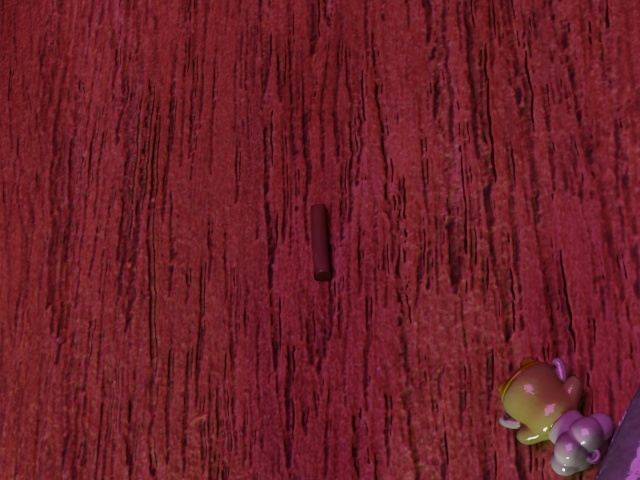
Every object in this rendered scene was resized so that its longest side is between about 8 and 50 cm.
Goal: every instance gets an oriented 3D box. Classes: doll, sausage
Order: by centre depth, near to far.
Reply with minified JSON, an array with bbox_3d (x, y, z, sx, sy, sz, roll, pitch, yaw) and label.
[{"bbox_3d":[0.274,0.206,1.959,0.106,0.062,0.162,-48,49,7],"label":"doll"},{"bbox_3d":[0.000,0.000,2.274,0.026,0.026,0.116,-19,55,23],"label":"sausage"}]

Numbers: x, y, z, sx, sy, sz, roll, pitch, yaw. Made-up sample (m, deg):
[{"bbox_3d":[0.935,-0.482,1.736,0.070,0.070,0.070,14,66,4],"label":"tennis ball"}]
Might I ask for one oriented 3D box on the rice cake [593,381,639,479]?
[{"bbox_3d":[0.350,0.250,1.863,0.066,0.063,0.336,24,81,36],"label":"rice cake"}]
